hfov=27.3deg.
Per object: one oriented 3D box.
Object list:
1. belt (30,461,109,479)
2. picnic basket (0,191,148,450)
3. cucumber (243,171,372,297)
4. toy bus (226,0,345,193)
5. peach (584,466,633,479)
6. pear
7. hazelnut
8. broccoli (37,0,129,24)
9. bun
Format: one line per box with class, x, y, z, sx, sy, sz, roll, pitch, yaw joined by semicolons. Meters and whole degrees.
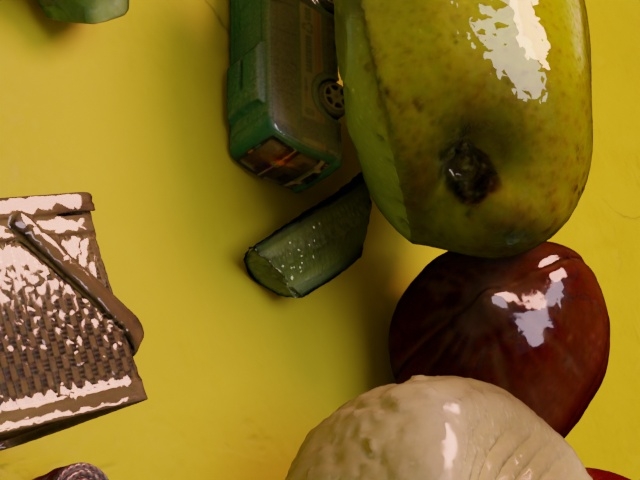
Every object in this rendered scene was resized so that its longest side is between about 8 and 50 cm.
belt;-0.166;0.266;0.885;0.071;0.053;0.232;22;55;-44
picnic basket;-0.252;0.067;0.790;0.266;0.165;0.139;-8;79;-51
cucumber;0.000;0.000;1.236;0.220;0.046;0.070;-35;102;-51
toy bus;-0.033;-0.179;1.256;0.109;0.091;0.262;17;58;-33
peach;0.269;0.332;1.258;0.243;0.199;0.243;-12;90;-83
pear;0.142;-0.133;1.198;0.342;0.238;0.318;71;8;-55
hazelnut;0.167;0.103;1.247;0.229;0.229;0.229;27;52;-41
broccoli;-0.208;-0.300;1.026;0.254;0.269;0.269;-11;77;-9
bun;0.085;0.290;1.034;0.352;0.227;0.349;61;37;-11
